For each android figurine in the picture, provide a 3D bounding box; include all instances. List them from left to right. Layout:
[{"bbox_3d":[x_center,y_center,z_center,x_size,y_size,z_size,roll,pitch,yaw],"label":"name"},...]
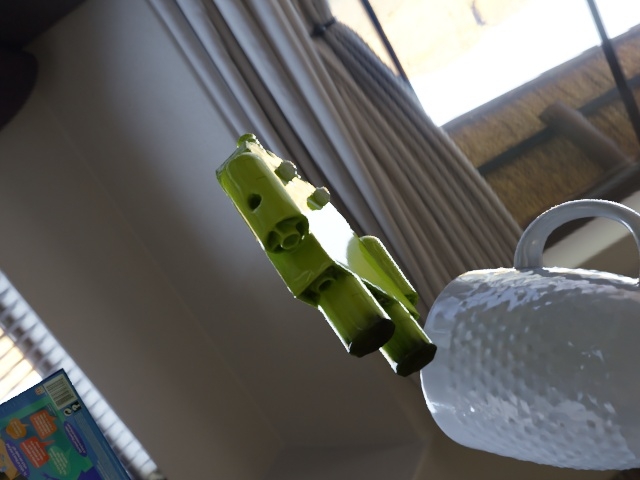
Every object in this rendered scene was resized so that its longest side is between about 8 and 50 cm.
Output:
[{"bbox_3d":[0.000,0.000,0.636,0.056,0.248,0.273,-43,-129,11],"label":"android figurine"}]

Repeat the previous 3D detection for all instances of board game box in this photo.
[{"bbox_3d":[-0.318,0.253,0.699,0.210,0.160,0.047,-30,176,-37],"label":"board game box"}]

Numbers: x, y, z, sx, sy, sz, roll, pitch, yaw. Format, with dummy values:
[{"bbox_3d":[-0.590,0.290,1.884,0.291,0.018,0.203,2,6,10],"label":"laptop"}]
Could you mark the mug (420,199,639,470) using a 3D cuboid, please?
[{"bbox_3d":[0.356,0.126,0.959,0.328,0.276,0.374,-5,-107,52],"label":"mug"}]
